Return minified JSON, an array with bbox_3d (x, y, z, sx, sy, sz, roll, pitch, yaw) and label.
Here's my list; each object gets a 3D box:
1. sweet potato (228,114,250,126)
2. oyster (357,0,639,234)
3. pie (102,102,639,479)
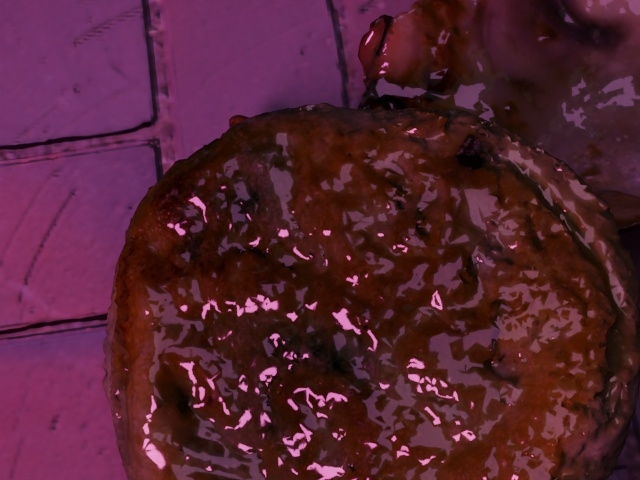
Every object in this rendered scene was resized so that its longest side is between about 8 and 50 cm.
[{"bbox_3d":[-0.001,-0.002,0.893,0.044,0.044,0.179,-27,66,-9],"label":"sweet potato"},{"bbox_3d":[0.166,-0.135,0.914,0.221,0.096,0.361,25,70,11],"label":"oyster"},{"bbox_3d":[0.018,0.061,0.806,0.277,0.078,0.277,-4,79,20],"label":"pie"}]
